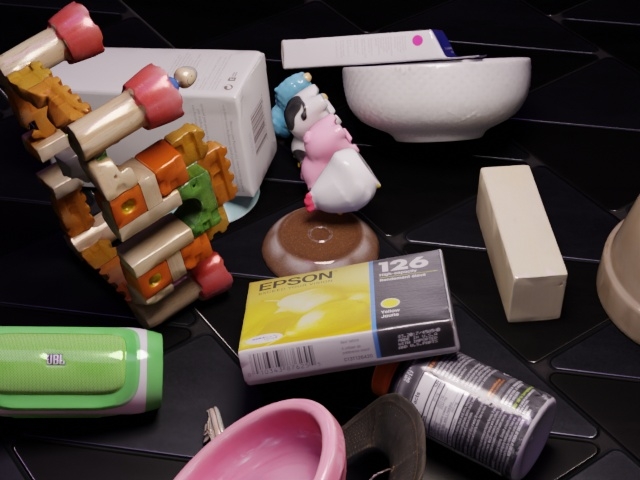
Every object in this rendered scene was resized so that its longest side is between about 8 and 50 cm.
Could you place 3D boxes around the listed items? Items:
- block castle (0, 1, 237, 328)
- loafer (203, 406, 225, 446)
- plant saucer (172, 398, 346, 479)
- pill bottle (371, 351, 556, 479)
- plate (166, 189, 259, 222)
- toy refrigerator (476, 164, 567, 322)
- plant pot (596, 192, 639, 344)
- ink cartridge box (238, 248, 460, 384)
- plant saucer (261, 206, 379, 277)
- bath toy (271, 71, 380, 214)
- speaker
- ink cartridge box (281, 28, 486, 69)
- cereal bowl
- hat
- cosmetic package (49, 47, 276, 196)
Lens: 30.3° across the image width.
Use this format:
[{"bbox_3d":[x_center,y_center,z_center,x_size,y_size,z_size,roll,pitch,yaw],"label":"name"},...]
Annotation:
[{"bbox_3d":[-0.287,-0.111,1.803,0.213,0.453,0.303,-34,51,-21],"label":"block castle"},{"bbox_3d":[-0.148,0.288,1.663,0.039,0.045,0.125,-17,47,-7],"label":"loafer"},{"bbox_3d":[-0.091,0.346,1.466,0.332,0.084,0.332,-36,21,16],"label":"plant saucer"},{"bbox_3d":[0.194,0.226,1.659,0.246,0.130,0.130,25,48,25],"label":"pill bottle"},{"bbox_3d":[-0.202,-0.093,2.094,0.188,0.024,0.188,-1,42,1],"label":"plate"},{"bbox_3d":[0.327,0.001,1.926,0.094,0.102,0.269,-4,42,-4],"label":"toy refrigerator"},{"bbox_3d":[0.602,-0.014,1.809,0.323,0.280,0.323,-1,43,1],"label":"plant pot"},{"bbox_3d":[0.041,0.090,1.756,0.304,0.072,0.307,-11,26,5],"label":"ink cartridge box"},{"bbox_3d":[0.000,0.000,1.981,0.199,0.036,0.198,0,43,0],"label":"plant saucer"},{"bbox_3d":[-0.002,-0.150,2.058,0.129,0.151,0.348,-36,37,7],"label":"bath toy"},{"bbox_3d":[-0.377,0.186,1.693,0.296,0.131,0.131,1,42,-10],"label":"speaker"},{"bbox_3d":[0.125,-0.366,2.262,0.371,0.069,0.176,1,9,13],"label":"ink cartridge box"},{"bbox_3d":[0.209,-0.252,2.128,0.339,0.141,0.339,-3,8,0],"label":"cereal bowl"},{"bbox_3d":[0.059,0.359,1.490,0.134,0.331,0.331,40,42,-17],"label":"hat"},{"bbox_3d":[-0.287,-0.209,2.055,0.385,0.217,0.156,6,41,15],"label":"cosmetic package"}]
